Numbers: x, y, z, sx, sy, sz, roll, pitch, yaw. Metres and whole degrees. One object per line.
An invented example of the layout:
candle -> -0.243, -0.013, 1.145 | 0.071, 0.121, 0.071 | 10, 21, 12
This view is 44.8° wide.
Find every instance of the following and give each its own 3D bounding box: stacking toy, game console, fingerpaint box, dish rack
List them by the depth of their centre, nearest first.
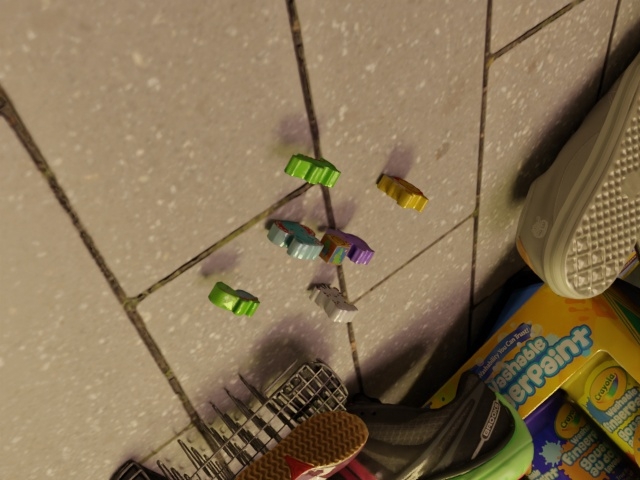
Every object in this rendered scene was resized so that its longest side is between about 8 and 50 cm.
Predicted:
stacking toy -> 0.000, 0.000, 0.783 | 0.221, 0.052, 0.167 | 9, 117, -51
dish rack -> -0.089, 0.244, 0.929 | 0.271, 0.074, 0.208 | -43, 149, -8
fingerpaint box -> 0.364, 0.316, 1.176 | 0.444, 0.371, 0.163 | -51, 157, 26
game console -> 0.397, 0.190, 1.340 | 0.173, 0.250, 0.293 | -48, 161, -55

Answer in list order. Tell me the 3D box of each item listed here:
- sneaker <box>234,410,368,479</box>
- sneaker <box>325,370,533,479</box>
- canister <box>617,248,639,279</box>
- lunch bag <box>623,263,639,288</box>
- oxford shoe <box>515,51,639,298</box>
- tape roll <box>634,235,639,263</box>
sneaker -> -0.027, 0.267, 0.905 | 0.186, 0.069, 0.083 | -26, 150, -23
sneaker -> 0.054, 0.331, 1.101 | 0.483, 0.202, 0.185 | -21, 156, -8
canister -> 0.522, 0.000, 1.356 | 0.126, 0.073, 0.170 | -48, 149, 3
lunch bag -> 0.686, 0.029, 1.414 | 0.160, 0.223, 0.262 | 26, 113, -14
oxford shoe -> 0.398, -0.129, 1.035 | 0.169, 0.130, 0.449 | 37, 82, -28
tape roll -> 0.547, -0.005, 1.125 | 0.169, 0.246, 0.246 | -19, 154, 20
